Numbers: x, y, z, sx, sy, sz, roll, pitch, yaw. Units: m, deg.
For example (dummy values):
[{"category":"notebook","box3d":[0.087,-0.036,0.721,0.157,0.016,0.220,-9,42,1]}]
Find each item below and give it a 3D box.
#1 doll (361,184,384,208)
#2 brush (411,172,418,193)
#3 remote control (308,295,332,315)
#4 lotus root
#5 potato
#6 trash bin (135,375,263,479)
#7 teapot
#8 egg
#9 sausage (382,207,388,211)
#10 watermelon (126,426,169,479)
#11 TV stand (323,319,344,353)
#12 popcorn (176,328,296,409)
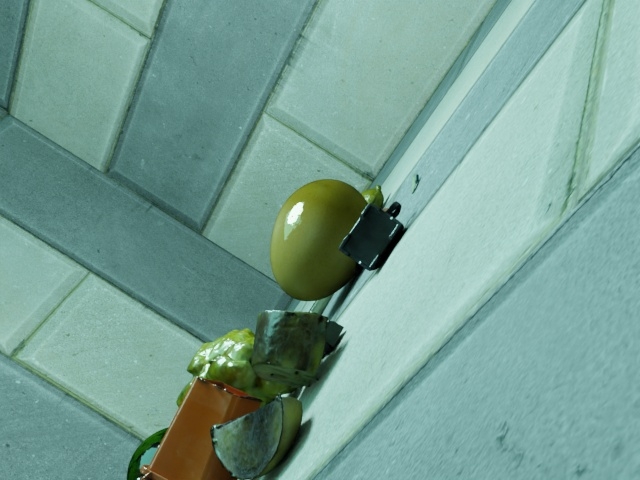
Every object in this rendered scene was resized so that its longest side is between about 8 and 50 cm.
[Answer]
[{"category":"doll","box3d":[0.130,-0.084,2.470,0.137,0.097,0.209,-71,7,-58]},{"category":"brush","box3d":[0.230,-0.138,1.879,0.083,0.013,0.016,-73,9,-56]},{"category":"remote control","box3d":[-0.011,0.196,2.267,0.285,0.038,0.123,-58,1,-21]},{"category":"lotus root","box3d":[-0.064,0.207,1.498,0.235,0.138,0.119,112,171,-70]},{"category":"potato","box3d":[-0.084,0.343,1.318,0.261,0.100,0.120,-34,59,50]},{"category":"trash bin","box3d":[-0.225,0.388,1.483,0.184,0.161,0.238,32,-103,-64]},{"category":"teapot","box3d":[0.117,-0.003,1.621,0.177,0.087,0.096,-57,-22,6]},{"category":"egg","box3d":[0.000,0.000,1.965,0.250,0.250,0.322,130,162,-78]},{"category":"sausage","box3d":[0.160,-0.053,1.937,0.034,0.034,0.083,-57,1,32]},{"category":"watermelon","box3d":[-0.352,0.572,1.884,0.242,0.242,0.242,-58,2,3]},{"category":"TV stand","box3d":[-0.004,0.216,1.618,0.049,0.040,0.256,-58,2,-21]},{"category":"popcorn","box3d":[-0.172,0.310,1.703,0.276,0.226,0.276,-14,72,49]}]
